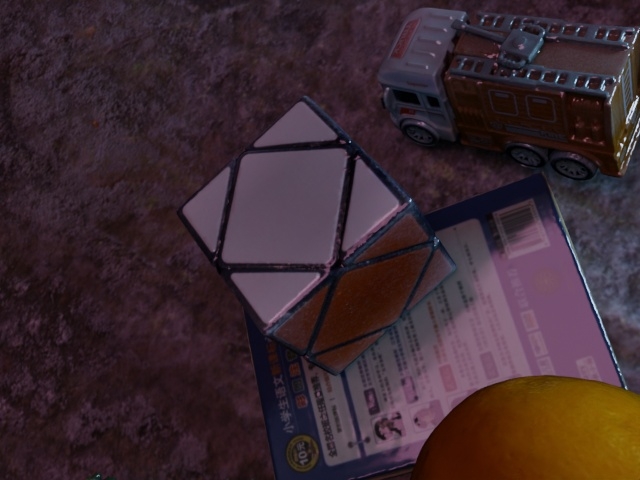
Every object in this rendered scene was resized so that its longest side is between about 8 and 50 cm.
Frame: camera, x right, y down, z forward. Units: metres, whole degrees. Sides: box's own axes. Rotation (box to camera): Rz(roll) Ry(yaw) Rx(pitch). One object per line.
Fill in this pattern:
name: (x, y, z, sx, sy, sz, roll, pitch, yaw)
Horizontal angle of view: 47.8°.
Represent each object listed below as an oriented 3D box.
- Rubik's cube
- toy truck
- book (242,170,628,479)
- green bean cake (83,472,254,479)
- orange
Rubik's cube: (0.000, 0.000, 0.836, 0.207, 0.205, 0.205, -44, 58, 4)
toy truck: (0.216, -0.186, 0.851, 0.305, 0.162, 0.136, 18, 73, 31)
book: (0.113, 0.120, 0.883, 0.428, 0.039, 0.300, -20, 66, 16)
green bean cake: (-0.189, 0.399, 0.850, 0.308, 0.169, 0.300, 37, 90, 29)
orange: (0.223, 0.274, 0.648, 0.312, 0.312, 0.312, -7, 71, 20)
